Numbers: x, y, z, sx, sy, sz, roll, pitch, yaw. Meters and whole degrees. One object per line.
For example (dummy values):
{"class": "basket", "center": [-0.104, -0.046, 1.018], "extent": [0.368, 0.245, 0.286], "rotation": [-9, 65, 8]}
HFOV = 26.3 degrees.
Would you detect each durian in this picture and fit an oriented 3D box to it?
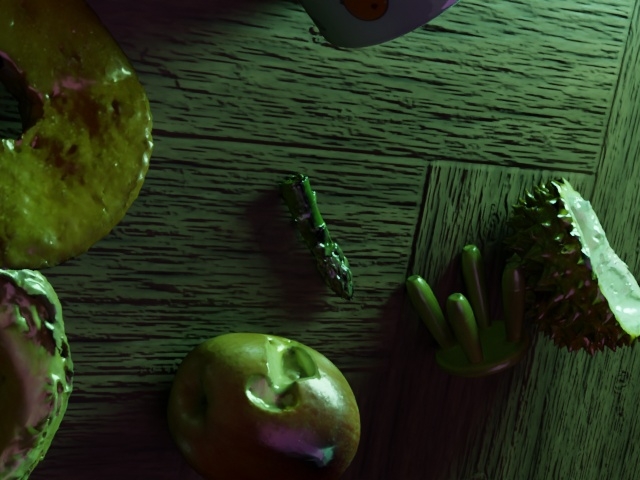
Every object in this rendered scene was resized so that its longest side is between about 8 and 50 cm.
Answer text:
{"class": "durian", "center": [0.282, 0.041, 1.562], "extent": [0.249, 0.138, 0.183], "rotation": [58, 34, -29]}

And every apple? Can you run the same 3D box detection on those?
{"class": "apple", "center": [-0.061, 0.177, 1.391], "extent": [0.199, 0.199, 0.199], "rotation": [-10, 111, -29]}

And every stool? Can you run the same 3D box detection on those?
{"class": "stool", "center": [0.172, 0.081, 1.538], "extent": [0.135, 0.134, 0.110], "rotation": [-9, 116, 20]}

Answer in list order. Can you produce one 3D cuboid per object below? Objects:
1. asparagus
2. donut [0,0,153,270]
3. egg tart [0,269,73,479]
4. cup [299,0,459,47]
{"class": "asparagus", "center": [0.000, 0.000, 1.453], "extent": [0.036, 0.030, 0.165], "rotation": [-44, 123, -25]}
{"class": "donut", "center": [-0.293, -0.107, 1.136], "extent": [0.303, 0.110, 0.303], "rotation": [9, 72, -28]}
{"class": "egg tart", "center": [-0.354, 0.125, 1.214], "extent": [0.288, 0.118, 0.288], "rotation": [-12, 111, -34]}
{"class": "cup", "center": [0.007, -0.362, 1.231], "extent": [0.212, 0.212, 0.317], "rotation": [-45, 122, -12]}
